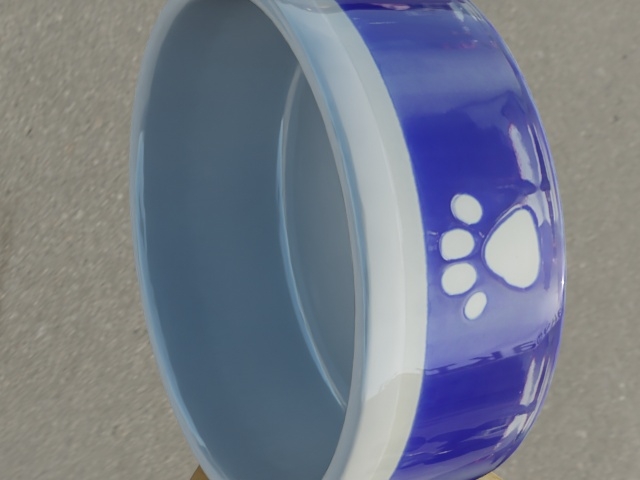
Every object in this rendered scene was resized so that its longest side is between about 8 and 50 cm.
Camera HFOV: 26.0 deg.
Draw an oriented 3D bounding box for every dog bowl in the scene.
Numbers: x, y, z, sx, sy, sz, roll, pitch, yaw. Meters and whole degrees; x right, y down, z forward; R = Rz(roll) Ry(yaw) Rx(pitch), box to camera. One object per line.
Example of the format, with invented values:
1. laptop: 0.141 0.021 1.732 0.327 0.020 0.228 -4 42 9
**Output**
1. dog bowl: 0.000 0.000 0.676 0.104 0.265 0.265 -7 75 -27

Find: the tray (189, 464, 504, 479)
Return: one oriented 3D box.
1. tray: 0.096 0.255 0.949 0.411 0.203 0.076 33 45 2
